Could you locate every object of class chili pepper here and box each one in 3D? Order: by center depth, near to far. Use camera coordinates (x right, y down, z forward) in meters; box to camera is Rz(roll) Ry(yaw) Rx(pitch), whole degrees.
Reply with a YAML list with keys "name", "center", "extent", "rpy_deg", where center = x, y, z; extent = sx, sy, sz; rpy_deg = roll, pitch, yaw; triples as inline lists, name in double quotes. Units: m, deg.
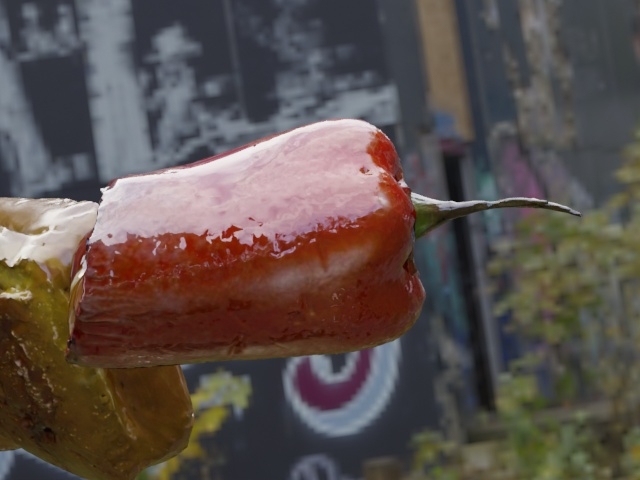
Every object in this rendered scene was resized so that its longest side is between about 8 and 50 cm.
- name: "chili pepper"
  center: [0.000, 0.000, 0.696]
  extent: [0.192, 0.086, 0.084]
  rpy_deg: [-7, -27, -2]

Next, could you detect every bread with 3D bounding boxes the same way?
- name: "bread"
  center: [-0.167, 0.046, 0.903]
  extent: [0.077, 0.139, 0.271]
  rpy_deg: [-34, 24, -33]
